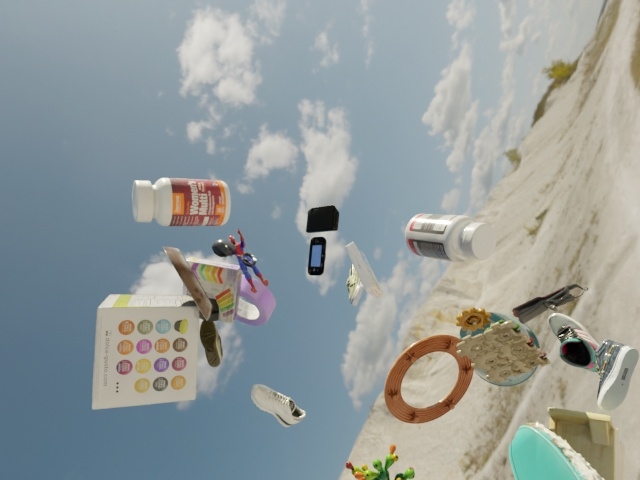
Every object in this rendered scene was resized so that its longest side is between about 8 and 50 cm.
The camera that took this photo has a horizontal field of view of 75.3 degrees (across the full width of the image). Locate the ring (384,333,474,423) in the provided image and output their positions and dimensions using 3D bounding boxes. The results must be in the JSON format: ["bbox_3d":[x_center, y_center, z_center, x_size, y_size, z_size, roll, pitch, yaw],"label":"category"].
[{"bbox_3d":[0.364,0.463,1.356,0.336,0.032,0.337,-6,-70,-17],"label":"ring"}]

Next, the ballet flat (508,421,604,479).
[{"bbox_3d":[0.441,0.479,0.629,0.409,0.147,0.147,-104,13,-62],"label":"ballet flat"}]

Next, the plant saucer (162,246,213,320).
[{"bbox_3d":[-0.469,0.147,1.499,0.050,0.310,0.311,-30,-44,-17],"label":"plant saucer"}]

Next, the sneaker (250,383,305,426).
[{"bbox_3d":[-0.161,0.616,1.583,0.235,0.095,0.090,41,-142,-18],"label":"sneaker"}]

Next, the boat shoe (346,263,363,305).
[{"bbox_3d":[0.188,0.244,2.303,0.302,0.094,0.109,-70,-1,-54],"label":"boat shoe"}]

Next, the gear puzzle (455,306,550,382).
[{"bbox_3d":[0.457,0.270,1.103,0.339,0.175,0.044,40,-150,-28],"label":"gear puzzle"}]

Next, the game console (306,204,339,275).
[{"bbox_3d":[0.000,0.000,2.121,0.044,0.213,0.361,12,-101,-40],"label":"game console"}]

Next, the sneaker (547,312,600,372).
[{"bbox_3d":[1.014,0.410,1.688,0.178,0.295,0.124,13,-62,-33],"label":"sneaker"}]

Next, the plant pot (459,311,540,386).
[{"bbox_3d":[0.638,0.382,1.530,0.255,0.271,0.272,34,-106,-47],"label":"plant pot"}]

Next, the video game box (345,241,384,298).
[{"bbox_3d":[0.182,0.126,1.688,0.048,0.205,0.187,-28,-27,8],"label":"video game box"}]

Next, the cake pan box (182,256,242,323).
[{"bbox_3d":[-0.478,0.220,1.816,0.070,0.245,0.267,-56,-23,-73],"label":"cake pan box"}]

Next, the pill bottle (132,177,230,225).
[{"bbox_3d":[-0.351,-0.096,1.053,0.221,0.121,0.121,-2,-72,-32],"label":"pill bottle"}]

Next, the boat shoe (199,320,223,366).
[{"bbox_3d":[-0.492,0.458,1.885,0.073,0.080,0.224,-70,-31,-86],"label":"boat shoe"}]

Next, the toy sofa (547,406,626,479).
[{"bbox_3d":[0.648,0.624,1.022,0.177,0.150,0.363,48,-128,-30],"label":"toy sofa"}]

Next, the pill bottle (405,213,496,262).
[{"bbox_3d":[0.488,-0.010,1.574,0.176,0.318,0.176,-4,-83,-30],"label":"pill bottle"}]

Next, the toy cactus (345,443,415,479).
[{"bbox_3d":[0.204,0.740,1.302,0.181,0.219,0.112,62,-158,-20],"label":"toy cactus"}]

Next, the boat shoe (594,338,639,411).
[{"bbox_3d":[0.770,0.357,1.107,0.183,0.065,0.083,-66,12,1],"label":"boat shoe"}]

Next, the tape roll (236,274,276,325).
[{"bbox_3d":[-0.355,0.287,1.978,0.275,0.274,0.090,80,-151,-41],"label":"tape roll"}]

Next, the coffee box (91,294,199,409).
[{"bbox_3d":[-0.641,0.389,1.558,0.334,0.338,0.338,3,-91,-22],"label":"coffee box"}]

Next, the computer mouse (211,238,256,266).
[{"bbox_3d":[-0.341,0.045,1.625,0.071,0.242,0.041,-42,-42,-37],"label":"computer mouse"}]

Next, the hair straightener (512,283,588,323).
[{"bbox_3d":[0.727,0.201,1.293,0.047,0.230,0.089,61,-170,-19],"label":"hair straightener"}]

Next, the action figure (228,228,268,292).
[{"bbox_3d":[-0.320,0.067,1.701,0.091,0.280,0.139,-31,-30,-12],"label":"action figure"}]
